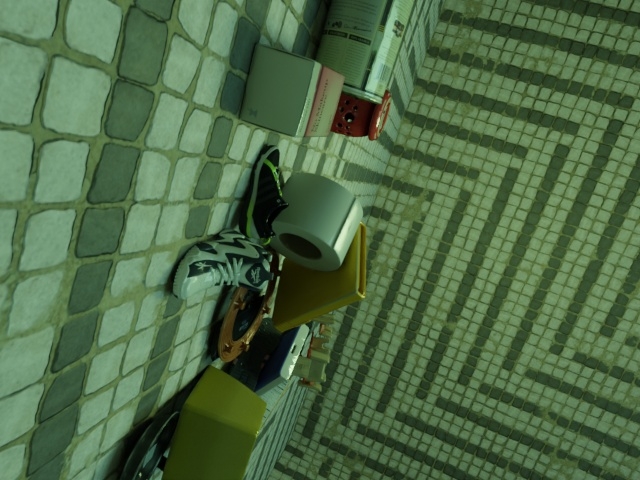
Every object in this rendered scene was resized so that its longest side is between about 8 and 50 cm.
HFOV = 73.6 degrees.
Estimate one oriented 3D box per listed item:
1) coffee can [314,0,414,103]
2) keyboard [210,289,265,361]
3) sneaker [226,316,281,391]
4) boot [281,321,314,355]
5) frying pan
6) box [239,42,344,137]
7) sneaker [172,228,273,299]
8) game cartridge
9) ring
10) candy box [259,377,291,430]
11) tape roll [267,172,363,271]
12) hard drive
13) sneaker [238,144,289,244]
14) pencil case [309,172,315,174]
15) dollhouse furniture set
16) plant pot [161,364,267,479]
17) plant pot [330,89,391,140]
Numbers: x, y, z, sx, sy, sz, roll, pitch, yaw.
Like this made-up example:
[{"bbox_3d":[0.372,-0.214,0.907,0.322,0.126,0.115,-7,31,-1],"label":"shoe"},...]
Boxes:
[{"bbox_3d":[0.102,-0.509,1.074,0.201,0.201,0.276,-35,145,-70],"label":"coffee can"},{"bbox_3d":[-0.224,0.211,1.250,0.317,0.033,0.202,-26,136,-75],"label":"keyboard"},{"bbox_3d":[-0.234,0.386,1.397,0.131,0.112,0.319,-48,-174,38],"label":"sneaker"},{"bbox_3d":[-0.048,0.257,1.764,0.445,0.146,0.367,-62,180,-1],"label":"boot"},{"bbox_3d":[-0.371,0.474,0.985,0.326,0.053,0.197,105,9,-78],"label":"frying pan"},{"bbox_3d":[-0.051,-0.306,0.908,0.232,0.126,0.149,-40,149,-68],"label":"box"},{"bbox_3d":[-0.181,0.063,0.884,0.235,0.153,0.094,-45,151,-64],"label":"sneaker"},{"bbox_3d":[-0.004,0.107,1.285,0.323,0.052,0.285,-29,-144,32],"label":"game cartridge"},{"bbox_3d":[-0.189,0.190,1.220,0.336,0.032,0.337,22,90,-79],"label":"ring"},{"bbox_3d":[-0.230,0.599,1.519,0.316,0.087,0.183,-57,-177,-12],"label":"candy box"},{"bbox_3d":[-0.023,-0.047,1.193,0.246,0.246,0.169,88,25,-62],"label":"tape roll"},{"bbox_3d":[-0.172,0.422,1.424,0.318,0.040,0.210,-42,-166,38],"label":"hard drive"},{"bbox_3d":[-0.114,-0.105,1.007,0.084,0.097,0.235,42,62,-78],"label":"sneaker"},{"bbox_3d":[-0.032,-0.112,1.399,0.209,0.098,0.095,97,18,-52],"label":"pencil case"},{"bbox_3d":[-0.039,0.405,1.538,0.259,0.135,0.262,-74,175,-84],"label":"dollhouse furniture set"},{"bbox_3d":[-0.253,0.483,1.095,0.212,0.187,0.212,-76,-177,-80],"label":"plant pot"},{"bbox_3d":[0.134,-0.433,1.424,0.191,0.174,0.191,20,90,-80],"label":"plant pot"}]
